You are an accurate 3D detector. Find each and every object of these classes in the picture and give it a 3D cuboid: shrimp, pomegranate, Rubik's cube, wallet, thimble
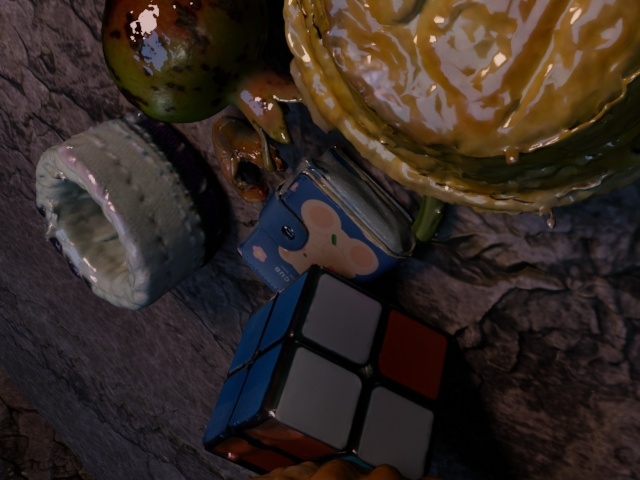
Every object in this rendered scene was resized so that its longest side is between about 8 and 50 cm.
[{"bbox_3d":[-0.079,-0.077,0.692,0.162,0.045,0.095,34,124,51],"label":"shrimp"},{"bbox_3d":[-0.098,-0.159,0.582,0.220,0.156,0.156,47,143,13],"label":"pomegranate"},{"bbox_3d":[0.006,0.158,0.683,0.180,0.167,0.183,28,147,-13],"label":"Rubik's cube"},{"bbox_3d":[0.001,-0.001,0.692,0.141,0.059,0.202,44,144,-2],"label":"wallet"},{"bbox_3d":[-0.240,-0.042,0.826,0.237,0.150,0.237,26,135,29],"label":"thimble"}]

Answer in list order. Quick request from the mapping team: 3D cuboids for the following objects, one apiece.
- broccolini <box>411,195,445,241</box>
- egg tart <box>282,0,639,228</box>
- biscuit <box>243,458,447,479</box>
[{"bbox_3d":[0.047,-0.114,0.557,0.123,0.062,0.271,17,133,44],"label":"broccolini"},{"bbox_3d":[0.102,-0.154,0.366,0.341,0.132,0.341,15,124,23],"label":"egg tart"},{"bbox_3d":[0.062,0.280,0.590,0.326,0.107,0.325,11,144,8],"label":"biscuit"}]
